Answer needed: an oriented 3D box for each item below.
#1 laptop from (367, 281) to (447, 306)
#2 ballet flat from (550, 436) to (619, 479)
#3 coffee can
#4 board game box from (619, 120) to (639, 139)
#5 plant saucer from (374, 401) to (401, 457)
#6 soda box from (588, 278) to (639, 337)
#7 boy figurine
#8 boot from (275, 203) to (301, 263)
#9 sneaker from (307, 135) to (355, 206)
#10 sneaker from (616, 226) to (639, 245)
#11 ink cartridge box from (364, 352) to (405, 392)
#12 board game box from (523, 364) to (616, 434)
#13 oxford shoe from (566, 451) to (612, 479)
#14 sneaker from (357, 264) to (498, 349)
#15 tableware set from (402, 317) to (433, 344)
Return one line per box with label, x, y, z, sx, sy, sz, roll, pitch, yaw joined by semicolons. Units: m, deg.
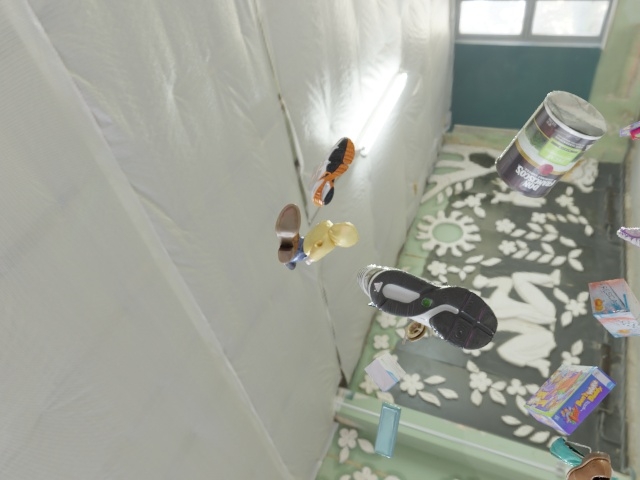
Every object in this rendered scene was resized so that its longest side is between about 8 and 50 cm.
laptop;0.378;0.229;2.088;0.264;0.136;0.234;-48;-22;24
ballet flat;0.899;0.742;1.613;0.083;0.247;0.087;11;-77;-56
coffee can;0.719;-0.298;1.534;0.201;0.201;0.275;-60;-4;-39
board game box;0.862;-0.288;1.266;0.168;0.133;0.033;0;-103;-59
plant saucer;0.220;0.629;1.602;0.018;0.067;0.192;-23;-57;-62
soda box;0.550;0.128;0.894;0.183;0.058;0.063;29;-123;-44
boy figurine;0.000;0.000;1.627;0.092;0.285;0.177;50;-148;-32
boot;-0.093;-0.040;1.497;0.152;0.073;0.197;-71;-6;-67
sneaker;0.023;-0.260;1.727;0.099;0.121;0.262;17;-69;-35
sneaker;1.184;-0.022;1.759;0.236;0.095;0.105;-95;30;-78
ink cartridge box;0.234;0.467;1.726;0.061;0.104;0.181;-45;-19;12
board game box;0.882;0.560;1.744;0.233;0.078;0.347;-45;-15;-4
oxford shoe;0.732;0.663;1.328;0.076;0.076;0.212;-76;-11;-48
sneaker;0.315;0.173;1.490;0.169;0.447;0.257;-64;16;4
tableware set;0.339;0.265;1.684;0.039;0.128;0.194;46;-140;-19
